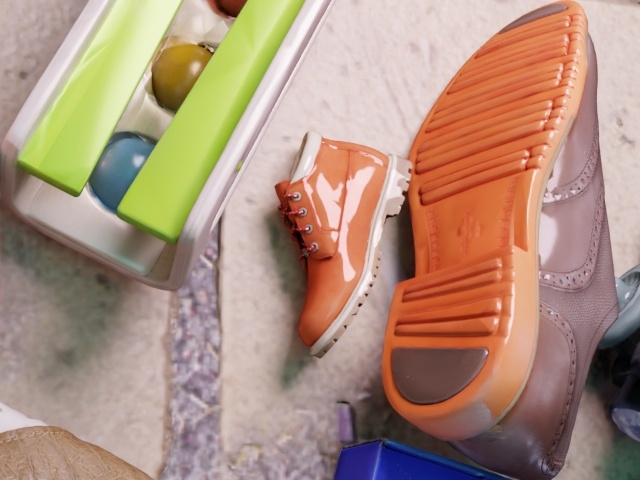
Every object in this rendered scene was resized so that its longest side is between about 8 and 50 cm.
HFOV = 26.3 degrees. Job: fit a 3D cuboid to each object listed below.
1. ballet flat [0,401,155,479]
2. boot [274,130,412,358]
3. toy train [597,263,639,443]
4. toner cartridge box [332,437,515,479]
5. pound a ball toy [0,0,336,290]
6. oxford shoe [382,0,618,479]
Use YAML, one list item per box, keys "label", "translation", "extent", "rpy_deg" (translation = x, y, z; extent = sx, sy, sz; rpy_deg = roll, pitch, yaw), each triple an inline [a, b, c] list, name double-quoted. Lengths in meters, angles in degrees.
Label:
- label: "ballet flat"
  translation: [-0.249, 0.142, 0.765]
  extent: [0.342, 0.116, 0.124]
  rpy_deg: [-8, 61, -19]
- label: "boot"
  translation: [0.000, 0.000, 0.915]
  extent: [0.084, 0.059, 0.158]
  rpy_deg: [24, 62, -12]
- label: "toy train"
  translation: [0.323, 0.003, 0.965]
  extent: [0.142, 0.190, 0.334]
  rpy_deg: [41, 67, -8]
- label: "toner cartridge box"
  translation: [0.057, 0.314, 0.849]
  extent: [0.165, 0.075, 0.348]
  rpy_deg: [21, 71, -16]
- label: "pound a ball toy"
  translation: [-0.107, -0.154, 0.872]
  extent: [0.208, 0.136, 0.319]
  rpy_deg: [27, 67, -2]
- label: "oxford shoe"
  translation: [0.139, -0.008, 0.941]
  extent: [0.132, 0.130, 0.364]
  rpy_deg: [41, 53, -33]
